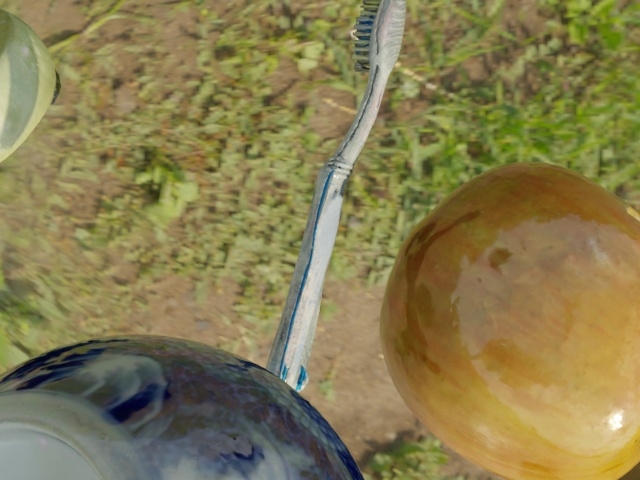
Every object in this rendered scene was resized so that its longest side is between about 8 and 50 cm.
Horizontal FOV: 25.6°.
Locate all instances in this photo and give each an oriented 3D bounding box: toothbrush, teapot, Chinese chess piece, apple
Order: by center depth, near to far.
[{"bbox_3d":[-0.076,0.180,0.708,0.280,0.424,0.252,33,68,-58],"label":"teapot"},{"bbox_3d":[0.000,0.000,1.082,0.035,0.042,0.413,22,81,-50],"label":"toothbrush"},{"bbox_3d":[0.179,0.069,1.111,0.242,0.241,0.242,-35,145,-29],"label":"apple"},{"bbox_3d":[-0.335,-0.132,1.296,0.188,0.188,0.083,-48,129,-13],"label":"Chinese chess piece"}]

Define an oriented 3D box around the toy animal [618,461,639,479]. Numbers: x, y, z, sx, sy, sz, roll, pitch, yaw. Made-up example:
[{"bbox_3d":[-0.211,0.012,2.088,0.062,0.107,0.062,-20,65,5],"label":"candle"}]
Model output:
[{"bbox_3d":[0.279,0.269,1.268,0.363,0.181,0.180,-33,132,9],"label":"toy animal"}]
